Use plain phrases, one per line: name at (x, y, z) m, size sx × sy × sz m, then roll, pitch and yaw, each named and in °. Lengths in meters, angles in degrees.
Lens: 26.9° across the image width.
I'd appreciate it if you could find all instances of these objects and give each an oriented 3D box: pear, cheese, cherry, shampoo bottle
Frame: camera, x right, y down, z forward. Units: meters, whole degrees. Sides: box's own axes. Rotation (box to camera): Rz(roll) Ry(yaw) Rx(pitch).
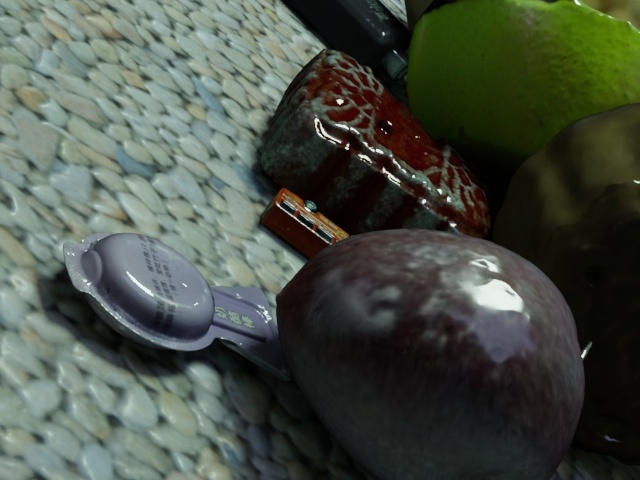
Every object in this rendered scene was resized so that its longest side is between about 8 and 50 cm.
pear at (0.245, -0.091, 1.409) m, size 0.398 × 0.165 × 0.399 m, roll 27°, pitch -14°, yaw 7°
cheese at (-0.099, 0.044, 0.937) m, size 0.191 × 0.042 × 0.105 m, roll 22°, pitch 31°, yaw -38°
cherry at (0.089, 0.091, 0.966) m, size 0.266 × 0.184 × 0.213 m, roll 20°, pitch 23°, yaw -14°
shampoo bottle at (0.029, -0.283, 1.630) m, size 0.309 × 0.071 × 0.098 m, roll 47°, pitch 24°, yaw 13°

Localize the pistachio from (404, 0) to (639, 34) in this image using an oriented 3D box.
pistachio at (0.267, -0.277, 1.694) m, size 0.365 × 0.281 × 0.445 m, roll 33°, pitch 8°, yaw 1°

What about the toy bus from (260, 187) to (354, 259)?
toy bus at (0.000, 0.000, 1.167) m, size 0.110 × 0.031 × 0.043 m, roll 36°, pitch 27°, yaw -6°

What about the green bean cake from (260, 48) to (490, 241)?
green bean cake at (0.059, -0.068, 1.284) m, size 0.232 × 0.097 × 0.198 m, roll 37°, pitch 24°, yaw -8°

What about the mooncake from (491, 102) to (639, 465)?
mooncake at (0.315, 0.041, 1.198) m, size 0.324 × 0.324 × 0.187 m, roll 33°, pitch 26°, yaw -17°
